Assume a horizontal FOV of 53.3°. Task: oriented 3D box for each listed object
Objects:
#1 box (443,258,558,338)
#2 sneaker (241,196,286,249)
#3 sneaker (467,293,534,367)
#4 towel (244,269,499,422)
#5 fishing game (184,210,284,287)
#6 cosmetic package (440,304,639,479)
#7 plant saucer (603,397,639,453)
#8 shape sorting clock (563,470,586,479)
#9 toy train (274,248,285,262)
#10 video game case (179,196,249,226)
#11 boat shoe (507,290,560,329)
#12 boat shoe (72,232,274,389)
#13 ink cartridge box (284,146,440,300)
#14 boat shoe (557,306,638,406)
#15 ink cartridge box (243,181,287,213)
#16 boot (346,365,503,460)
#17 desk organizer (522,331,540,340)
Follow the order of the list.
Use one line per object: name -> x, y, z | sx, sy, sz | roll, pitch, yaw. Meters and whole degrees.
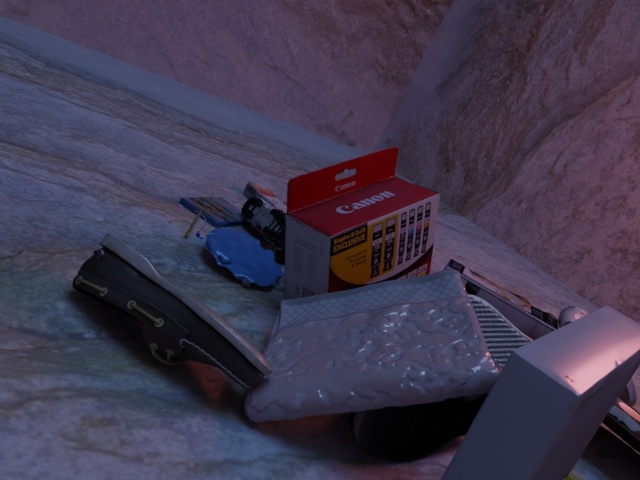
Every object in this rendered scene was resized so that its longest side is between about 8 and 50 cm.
box -> 0.389, 0.191, 1.516 | 0.290, 0.169, 0.087 | 32, 18, 10
sneaker -> -0.100, -0.030, 1.526 | 0.106, 0.078, 0.234 | 37, 0, -38
sneaker -> 0.400, 0.270, 1.362 | 0.366, 0.135, 0.150 | 51, -15, 14
towel -> 0.074, 0.148, 0.957 | 0.332, 0.053, 0.317 | -10, 20, 9
fishing game -> -0.159, 0.040, 1.318 | 0.264, 0.041, 0.189 | 29, 22, -15
cosmetic package -> 0.317, 0.254, 0.892 | 0.097, 0.284, 0.377 | 37, 25, 31
plant saucer -> 0.649, 0.390, 1.346 | 0.311, 0.050, 0.310 | 42, 1, -1
shape sorting clock -> 0.374, 0.407, 1.032 | 0.206, 0.040, 0.206 | 19, 22, -8
toy train -> -0.065, 0.033, 1.514 | 0.036, 0.027, 0.158 | 36, 18, 16
video game case -> -0.250, -0.072, 1.558 | 0.119, 0.015, 0.166 | 34, 16, 18
boat shoe -> 0.577, 0.229, 1.844 | 0.105, 0.110, 0.307 | 20, 7, -13
boat shoe -> -0.211, 0.113, 0.891 | 0.325, 0.096, 0.116 | 34, -14, 17
ink cartridge box -> 0.084, -0.015, 1.251 | 0.310, 0.271, 0.130 | -23, 37, -38
boat shoe -> 0.629, 0.277, 1.449 | 0.267, 0.096, 0.088 | 61, 32, -3
ink cartridge box -> -0.114, -0.106, 1.844 | 0.179, 0.045, 0.145 | 7, 26, -46
boot -> 0.122, 0.210, 1.070 | 0.378, 0.138, 0.284 | -1, 26, -42
desk organizer -> 0.451, 0.271, 1.431 | 0.047, 0.130, 0.050 | 8, 23, -49
